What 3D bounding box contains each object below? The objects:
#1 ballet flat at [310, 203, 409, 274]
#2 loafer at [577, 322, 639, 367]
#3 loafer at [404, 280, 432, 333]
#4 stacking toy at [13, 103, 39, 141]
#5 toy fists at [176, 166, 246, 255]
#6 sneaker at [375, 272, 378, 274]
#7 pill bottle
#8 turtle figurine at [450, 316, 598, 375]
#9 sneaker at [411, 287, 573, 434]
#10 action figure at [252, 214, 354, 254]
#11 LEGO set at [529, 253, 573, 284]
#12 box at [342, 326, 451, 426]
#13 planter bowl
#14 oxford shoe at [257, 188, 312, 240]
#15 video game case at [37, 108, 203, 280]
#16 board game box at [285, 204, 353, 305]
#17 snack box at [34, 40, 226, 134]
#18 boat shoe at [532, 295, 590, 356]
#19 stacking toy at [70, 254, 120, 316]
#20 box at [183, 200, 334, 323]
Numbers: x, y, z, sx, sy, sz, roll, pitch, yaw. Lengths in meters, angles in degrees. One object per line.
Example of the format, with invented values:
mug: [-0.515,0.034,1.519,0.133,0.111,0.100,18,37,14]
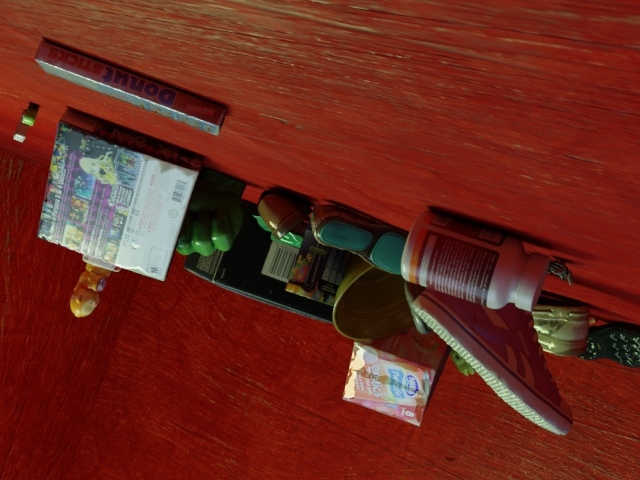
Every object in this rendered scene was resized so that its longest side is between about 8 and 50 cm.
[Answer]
ballet flat: [0.070,-0.008,1.466,0.206,0.073,0.067,25,-160,-34]
loafer: [0.530,0.177,1.735,0.078,0.076,0.223,-18,-178,-20]
loafer: [0.202,0.072,1.479,0.087,0.094,0.251,-18,-178,28]
stacking toy: [-0.540,-0.213,1.570,0.167,0.052,0.221,20,176,-20]
toy fists: [-0.259,-0.066,1.573,0.279,0.142,0.096,19,177,-5]
sneaker: [0.089,0.103,1.901,0.086,0.163,0.226,-18,-162,-6]
pill bottle: [0.174,0.026,1.111,0.152,0.086,0.086,18,176,18]
turtle figurine: [0.348,0.161,1.804,0.269,0.087,0.217,2,-153,41]
sneaker: [0.277,0.129,1.351,0.282,0.161,0.102,46,170,-9]
action figure: [0.000,0.000,1.838,0.232,0.063,0.137,22,176,26]
LEGO set: [0.272,0.027,1.173,0.083,0.023,0.054,33,-178,31]
box: [0.166,0.175,1.805,0.154,0.142,0.300,18,-145,12]
planter bowl: [0.105,0.061,1.623,0.217,0.217,0.090,23,-149,-44]
oxford shoe: [-0.061,-0.049,1.549,0.076,0.076,0.212,49,178,0]
video game case: [-0.302,-0.062,1.472,0.210,0.232,0.042,19,-141,-5]
board game box: [0.007,0.028,1.588,0.048,0.141,0.170,17,176,15]
snack box: [-0.177,-0.142,0.934,0.178,0.022,0.064,20,176,-5]
boat shoe: [0.335,0.110,1.697,0.285,0.089,0.104,20,-156,38]
stacking toy: [-0.363,-0.009,1.704,0.165,0.302,0.175,19,176,11]
box: [-0.102,0.041,2.102,0.296,0.183,0.294,21,178,-19]
